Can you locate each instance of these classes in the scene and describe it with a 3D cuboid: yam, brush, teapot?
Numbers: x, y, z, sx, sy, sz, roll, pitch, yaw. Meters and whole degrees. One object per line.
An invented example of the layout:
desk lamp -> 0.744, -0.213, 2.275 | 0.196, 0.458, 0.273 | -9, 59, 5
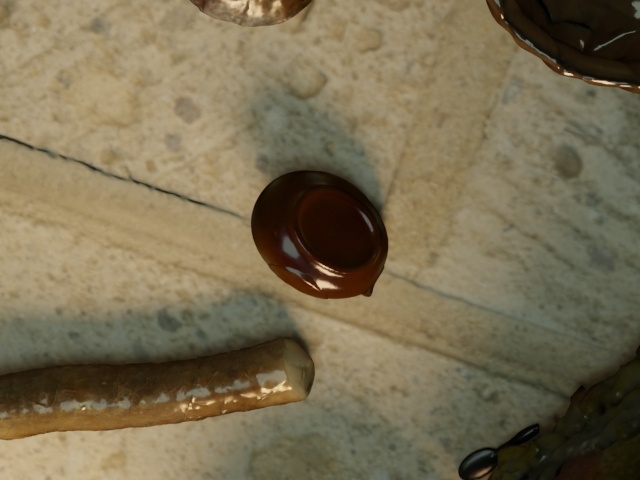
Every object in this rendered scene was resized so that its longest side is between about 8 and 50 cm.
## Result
yam -> -0.153, 0.128, 1.358 | 0.299, 0.066, 0.066 | -7, 108, 7
brush -> 0.153, 0.181, 1.371 | 0.083, 0.008, 0.024 | -36, 101, 16
teapot -> 0.000, 0.000, 1.294 | 0.129, 0.078, 0.098 | 31, 69, -18

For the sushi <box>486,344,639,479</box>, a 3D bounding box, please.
sushi -> 0.301, 0.228, 1.189 | 0.396, 0.351, 0.240 | -37, 100, 12

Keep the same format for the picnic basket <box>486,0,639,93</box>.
picnic basket -> 0.246, -0.224, 0.978 | 0.337, 0.337, 0.293 | -21, 104, 13

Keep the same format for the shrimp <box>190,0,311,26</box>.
shrimp -> -0.139, -0.287, 1.183 | 0.343, 0.116, 0.145 | 40, 94, -8
